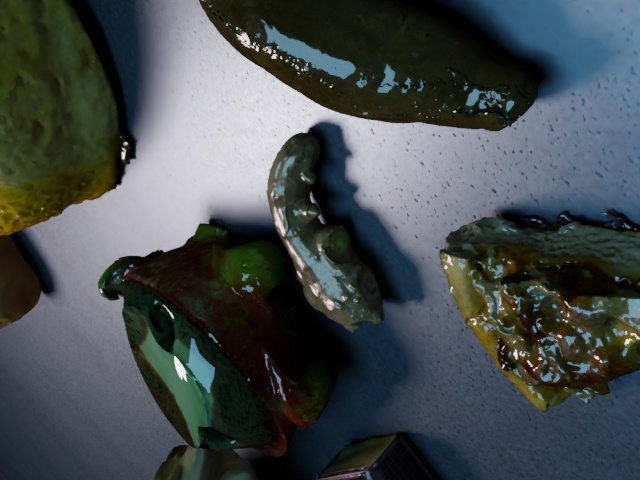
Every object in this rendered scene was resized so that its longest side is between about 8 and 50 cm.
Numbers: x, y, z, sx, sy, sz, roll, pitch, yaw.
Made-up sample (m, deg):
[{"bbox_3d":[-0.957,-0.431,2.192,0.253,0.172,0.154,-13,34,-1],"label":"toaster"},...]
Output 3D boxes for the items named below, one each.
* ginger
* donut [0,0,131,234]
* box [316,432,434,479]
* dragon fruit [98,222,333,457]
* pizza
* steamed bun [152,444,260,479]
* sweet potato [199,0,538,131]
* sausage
[{"bbox_3d":[-0.003,-0.001,0.600,0.069,0.051,0.174,-5,119,46],"label":"ginger"},{"bbox_3d":[-0.395,-0.193,0.766,0.377,0.163,0.435,10,128,43],"label":"donut"},{"bbox_3d":[0.101,0.306,0.744,0.224,0.069,0.120,54,145,-2],"label":"box"},{"bbox_3d":[-0.106,0.113,0.757,0.268,0.130,0.295,40,144,23],"label":"dragon fruit"},{"bbox_3d":[0.166,0.049,0.438,0.193,0.069,0.154,-19,105,55],"label":"pizza"},{"bbox_3d":[-0.119,0.416,0.923,0.189,0.247,0.428,20,150,9],"label":"steamed bun"},{"bbox_3d":[-0.004,-0.144,0.442,0.285,0.085,0.112,40,139,15],"label":"sweet potato"},{"bbox_3d":[-0.552,0.031,1.174,0.120,0.136,0.241,-4,114,57],"label":"sausage"}]
